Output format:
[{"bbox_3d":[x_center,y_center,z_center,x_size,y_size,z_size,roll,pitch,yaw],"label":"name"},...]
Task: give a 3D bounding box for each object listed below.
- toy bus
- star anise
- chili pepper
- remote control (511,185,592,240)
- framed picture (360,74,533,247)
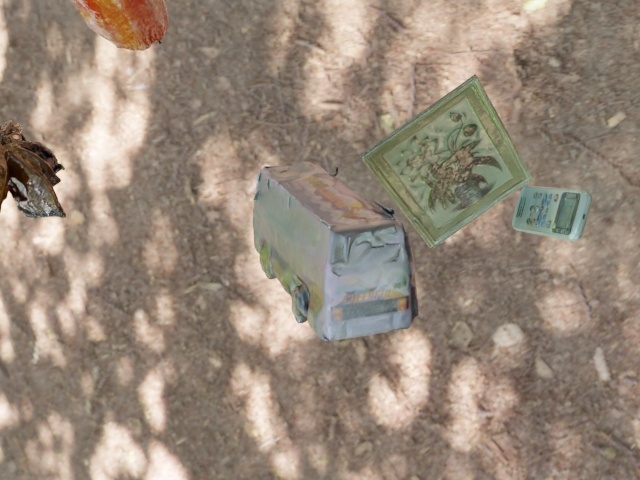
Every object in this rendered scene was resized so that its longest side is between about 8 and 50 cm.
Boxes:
[{"bbox_3d":[0.000,0.000,0.971,0.317,0.112,0.138,-139,44,-64],"label":"toy bus"},{"bbox_3d":[-0.299,-0.074,0.783,0.168,0.168,0.057,42,107,21],"label":"star anise"},{"bbox_3d":[-0.183,-0.234,0.679,0.086,0.084,0.192,11,154,17],"label":"chili pepper"},{"bbox_3d":[0.237,-0.030,0.892,0.124,0.017,0.053,-156,82,-73],"label":"remote control"},{"bbox_3d":[0.168,-0.093,1.110,0.173,0.231,0.010,-36,49,9],"label":"framed picture"}]
